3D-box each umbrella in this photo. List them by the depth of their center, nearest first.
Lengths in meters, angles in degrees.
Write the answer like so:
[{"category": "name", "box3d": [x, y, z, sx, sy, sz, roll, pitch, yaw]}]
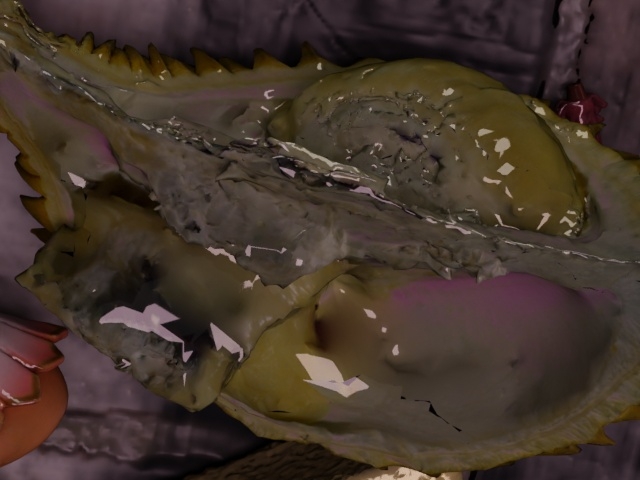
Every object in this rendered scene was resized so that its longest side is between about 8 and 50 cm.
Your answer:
[{"category": "umbrella", "box3d": [0.127, 0.010, 0.827, 0.027, 0.025, 0.165, -11, 106, 12]}]

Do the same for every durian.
[{"category": "durian", "box3d": [0.000, 0.000, 0.724, 0.306, 0.166, 0.172, 24, 94, 5]}]

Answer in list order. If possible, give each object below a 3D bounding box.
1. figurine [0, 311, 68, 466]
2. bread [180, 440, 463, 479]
[{"category": "figurine", "box3d": [-0.169, 0.007, 0.735, 0.102, 0.111, 0.195, -27, 114, 16]}, {"category": "bread", "box3d": [-0.018, 0.155, 0.817, 0.188, 0.068, 0.125, -20, 109, -5]}]
